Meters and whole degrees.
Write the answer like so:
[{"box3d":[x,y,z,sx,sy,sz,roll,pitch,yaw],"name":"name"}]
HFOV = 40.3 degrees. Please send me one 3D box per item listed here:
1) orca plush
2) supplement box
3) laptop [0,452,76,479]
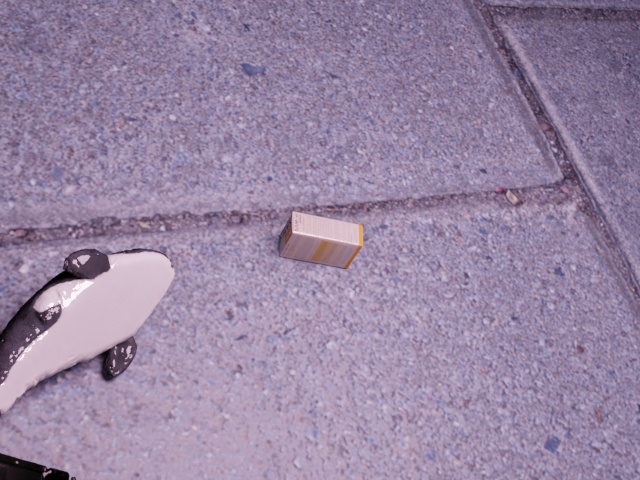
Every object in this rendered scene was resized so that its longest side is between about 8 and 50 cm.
[{"box3d":[-0.293,0.103,0.974,0.287,0.102,0.151,-56,133,-29],"name":"orca plush"},{"box3d":[0.000,0.000,1.156,0.098,0.062,0.036,11,55,-16],"name":"supplement box"},{"box3d":[-0.286,0.309,0.712,0.264,0.137,0.234,30,45,-37],"name":"laptop"}]
